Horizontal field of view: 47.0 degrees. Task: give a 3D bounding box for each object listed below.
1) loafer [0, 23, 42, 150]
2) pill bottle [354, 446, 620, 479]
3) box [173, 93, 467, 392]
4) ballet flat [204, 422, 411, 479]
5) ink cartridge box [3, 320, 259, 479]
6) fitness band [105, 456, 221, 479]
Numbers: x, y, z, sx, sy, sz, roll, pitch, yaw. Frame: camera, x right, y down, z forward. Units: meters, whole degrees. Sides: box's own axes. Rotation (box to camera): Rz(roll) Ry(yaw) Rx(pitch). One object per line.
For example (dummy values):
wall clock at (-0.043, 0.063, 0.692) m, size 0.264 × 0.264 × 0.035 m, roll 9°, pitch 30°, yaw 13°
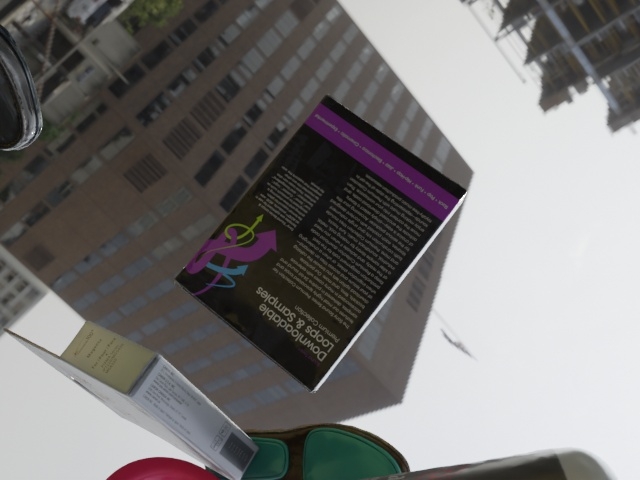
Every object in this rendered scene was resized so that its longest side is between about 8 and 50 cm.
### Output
loafer at (-0.236, -0.127, 0.452) m, size 0.062 × 0.170 × 0.061 m, roll -27°, pitch -161°, yaw 11°
pill bottle at (0.118, 0.234, 0.480) m, size 0.318 × 0.176 × 0.176 m, roll -12°, pitch -155°, yaw 9°
box at (0.000, 0.000, 0.479) m, size 0.162 × 0.116 × 0.029 m, roll -51°, pitch 167°, yaw -9°
ballet flat at (-0.009, 0.297, 0.997) m, size 0.316 × 0.106 × 0.108 m, roll 0°, pitch -103°, yaw 30°
ink cartridge box at (-0.233, 0.192, 0.937) m, size 0.239 × 0.275 × 0.060 m, roll 17°, pitch -117°, yaw 34°
fitness band at (-0.188, 0.368, 0.862) m, size 0.291 × 0.209 × 0.054 m, roll -71°, pitch 176°, yaw -66°
